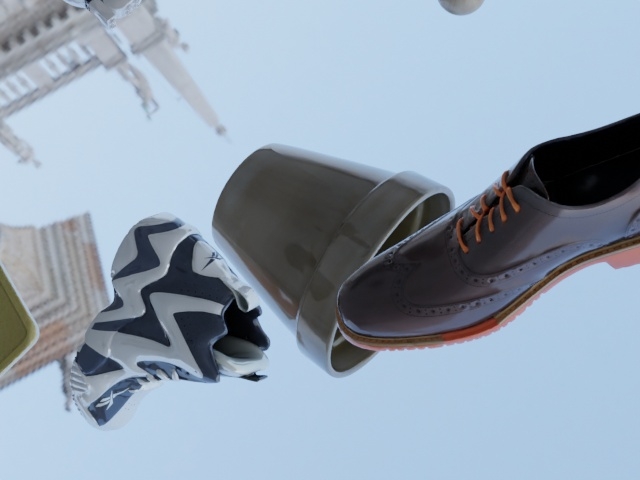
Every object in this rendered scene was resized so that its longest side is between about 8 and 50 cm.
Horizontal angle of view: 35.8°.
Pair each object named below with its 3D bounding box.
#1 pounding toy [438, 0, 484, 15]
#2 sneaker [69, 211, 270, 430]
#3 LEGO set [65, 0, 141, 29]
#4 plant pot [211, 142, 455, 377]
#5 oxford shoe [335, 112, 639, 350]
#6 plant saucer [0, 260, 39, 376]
[{"bbox_3d":[0.170,-0.341,1.081,0.182,0.110,0.237,-62,-153,21],"label":"pounding toy"},{"bbox_3d":[-0.122,0.106,0.867,0.153,0.094,0.234,33,-66,18],"label":"sneaker"},{"bbox_3d":[-0.110,-0.265,0.850,0.093,0.087,0.227,45,-105,2],"label":"LEGO set"},{"bbox_3d":[0.000,0.000,1.493,0.280,0.323,0.323,31,-104,22],"label":"plant pot"},{"bbox_3d":[0.120,-0.012,0.646,0.271,0.098,0.096,-26,-131,13],"label":"oxford shoe"},{"bbox_3d":[-0.502,0.099,1.220,0.333,0.081,0.332,-42,-115,12],"label":"plant saucer"}]
